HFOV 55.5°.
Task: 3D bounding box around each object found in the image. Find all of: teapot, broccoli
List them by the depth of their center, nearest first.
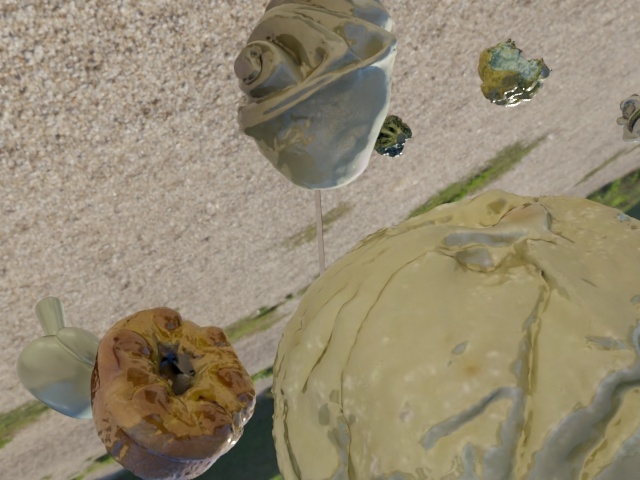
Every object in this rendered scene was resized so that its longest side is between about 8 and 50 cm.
[{"bbox_3d":[-0.538,0.232,1.257,0.149,0.318,0.220,-54,164,-9],"label":"teapot"},{"bbox_3d":[0.210,-0.311,1.822,0.130,0.131,0.120,-52,-148,-6],"label":"broccoli"}]

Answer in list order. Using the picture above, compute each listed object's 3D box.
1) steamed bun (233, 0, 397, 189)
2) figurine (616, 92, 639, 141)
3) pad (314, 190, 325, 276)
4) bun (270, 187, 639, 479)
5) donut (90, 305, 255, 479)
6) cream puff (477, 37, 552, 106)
[{"bbox_3d":[-0.035,-0.284,1.076,0.247,0.339,0.352,4,113,-20],"label":"steamed bun"},{"bbox_3d":[0.846,-0.317,1.584,0.147,0.192,0.126,-24,130,16],"label":"figurine"},{"bbox_3d":[0.000,0.000,1.330,0.004,0.267,0.181,-3,171,-4],"label":"pad"},{"bbox_3d":[0.140,0.083,0.437,0.349,0.227,0.352,-19,-162,-40],"label":"bun"},{"bbox_3d":[-0.269,0.265,1.090,0.150,0.299,0.317,-54,-175,26],"label":"donut"},{"bbox_3d":[0.403,-0.352,1.313,0.156,0.156,0.121,-29,152,-11],"label":"cream puff"}]
